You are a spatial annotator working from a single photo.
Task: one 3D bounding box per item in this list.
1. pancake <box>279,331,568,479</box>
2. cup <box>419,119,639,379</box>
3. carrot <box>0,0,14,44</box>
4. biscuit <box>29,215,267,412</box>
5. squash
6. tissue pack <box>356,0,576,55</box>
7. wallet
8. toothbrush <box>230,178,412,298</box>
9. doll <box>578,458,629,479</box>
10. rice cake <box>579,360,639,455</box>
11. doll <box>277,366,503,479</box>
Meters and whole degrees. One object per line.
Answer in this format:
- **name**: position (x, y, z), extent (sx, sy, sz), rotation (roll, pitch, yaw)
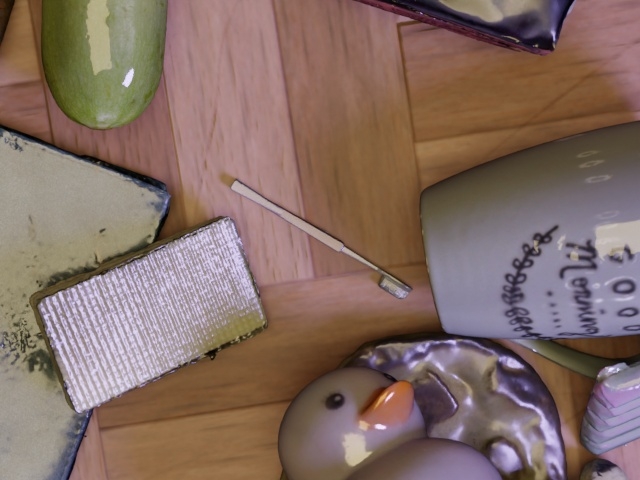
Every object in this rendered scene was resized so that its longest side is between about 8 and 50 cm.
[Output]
- **pancake**: position (0.098, 0.223, 1.779), extent (0.294, 0.049, 0.294), rotation (0, 99, -1)
- **cup**: position (0.222, 0.031, 1.713), extent (0.234, 0.186, 0.258), rotation (-11, 123, 9)
- **carrot**: position (-0.293, -0.305, 1.722), extent (0.070, 0.070, 0.342), rotation (11, 93, -1)
- **biscuit**: position (-0.154, 0.066, 1.738), extent (0.199, 0.040, 0.121), rotation (-23, 106, -15)
- **squash**: position (-0.191, -0.284, 1.700), extent (0.118, 0.118, 0.371), rotation (1, 92, 0)
- **tissue pack**: position (0.089, -0.321, 1.689), extent (0.332, 0.123, 0.245), rotation (19, 93, -2)
- **wallet**: position (-0.284, 0.096, 1.768), extent (0.190, 0.046, 0.379), rotation (20, 94, -4)
- **toothbrush**: position (0.001, -0.002, 1.773), extent (0.194, 0.014, 0.017), rotation (33, 95, -3)
- **doll**: position (0.284, 0.340, 1.750), extent (0.175, 0.149, 0.278), rotation (-23, 84, -12)
- **rice cake**: position (0.331, 0.122, 1.713), extent (0.198, 0.189, 0.037), rotation (-21, 67, -5)
- **doll**: position (0.041, 0.227, 1.677), extent (0.221, 0.221, 0.251), rotation (17, 127, -2)
